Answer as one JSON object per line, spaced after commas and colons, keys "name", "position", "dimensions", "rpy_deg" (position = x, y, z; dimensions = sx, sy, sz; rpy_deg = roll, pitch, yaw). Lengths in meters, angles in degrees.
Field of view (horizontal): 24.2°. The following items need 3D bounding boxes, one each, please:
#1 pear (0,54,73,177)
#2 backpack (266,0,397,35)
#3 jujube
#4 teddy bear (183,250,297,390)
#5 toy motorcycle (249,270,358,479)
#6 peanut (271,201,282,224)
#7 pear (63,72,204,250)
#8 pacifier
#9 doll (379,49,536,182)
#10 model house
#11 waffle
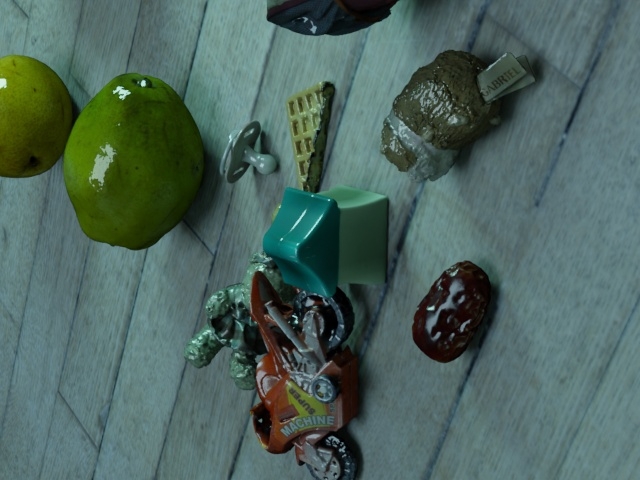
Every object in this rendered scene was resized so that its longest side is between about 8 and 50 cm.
{"name": "pear", "position": [-0.515, -0.202, 2.499], "dimensions": [0.209, 0.209, 0.209], "rpy_deg": [16, 110, 52]}
{"name": "backpack", "position": [0.068, -0.389, 1.660], "dimensions": [0.317, 0.197, 0.283], "rpy_deg": [-9, 88, 50]}
{"name": "jujube", "position": [0.153, 0.081, 1.746], "dimensions": [0.077, 0.077, 0.129], "rpy_deg": [48, 128, 37]}
{"name": "teddy bear", "position": [-0.090, 0.098, 2.074], "dimensions": [0.213, 0.133, 0.111], "rpy_deg": [-58, 5, 19]}
{"name": "toy motorcycle", "position": [-0.023, 0.191, 1.984], "dimensions": [0.171, 0.089, 0.298], "rpy_deg": [12, 114, 35]}
{"name": "peanut", "position": [-0.032, -0.005, 2.005], "dimensions": [0.113, 0.054, 0.054], "rpy_deg": [60, 140, 30]}
{"name": "pear", "position": [-0.273, -0.112, 2.184], "dimensions": [0.212, 0.212, 0.269], "rpy_deg": [39, 122, 44]}
{"name": "pacifier", "position": [-0.098, -0.114, 2.061], "dimensions": [0.078, 0.081, 0.099], "rpy_deg": [29, 125, 15]}
{"name": "doll", "position": [0.144, -0.150, 1.678], "dimensions": [0.221, 0.105, 0.115], "rpy_deg": [-42, 56, 52]}
{"name": "model house", "position": [0.000, 0.000, 1.876], "dimensions": [0.100, 0.149, 0.127], "rpy_deg": [15, 108, 49]}
{"name": "waffle", "position": [-0.005, -0.126, 1.962], "dimensions": [0.097, 0.023, 0.153], "rpy_deg": [-12, 86, 56]}
